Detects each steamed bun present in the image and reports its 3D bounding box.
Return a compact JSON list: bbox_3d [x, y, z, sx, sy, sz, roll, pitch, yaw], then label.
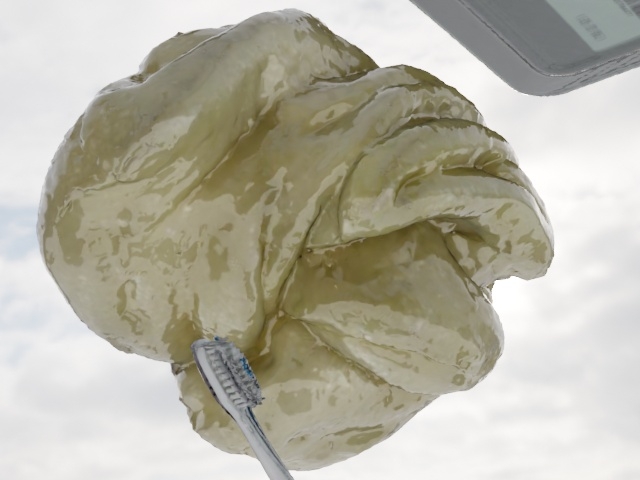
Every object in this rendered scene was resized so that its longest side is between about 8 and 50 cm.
[{"bbox_3d":[0.005,-0.001,0.796,0.372,0.325,0.230,52,-28,-21],"label":"steamed bun"}]

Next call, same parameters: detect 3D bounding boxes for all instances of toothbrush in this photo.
[{"bbox_3d":[0.006,0.172,0.602,0.026,0.288,0.024,-8,24,49],"label":"toothbrush"}]

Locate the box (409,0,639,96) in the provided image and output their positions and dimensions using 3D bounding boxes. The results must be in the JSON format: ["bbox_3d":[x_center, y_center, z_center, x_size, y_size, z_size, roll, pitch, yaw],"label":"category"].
[{"bbox_3d":[0.295,-0.310,1.136,0.397,0.111,0.396,-17,-29,35],"label":"box"}]
